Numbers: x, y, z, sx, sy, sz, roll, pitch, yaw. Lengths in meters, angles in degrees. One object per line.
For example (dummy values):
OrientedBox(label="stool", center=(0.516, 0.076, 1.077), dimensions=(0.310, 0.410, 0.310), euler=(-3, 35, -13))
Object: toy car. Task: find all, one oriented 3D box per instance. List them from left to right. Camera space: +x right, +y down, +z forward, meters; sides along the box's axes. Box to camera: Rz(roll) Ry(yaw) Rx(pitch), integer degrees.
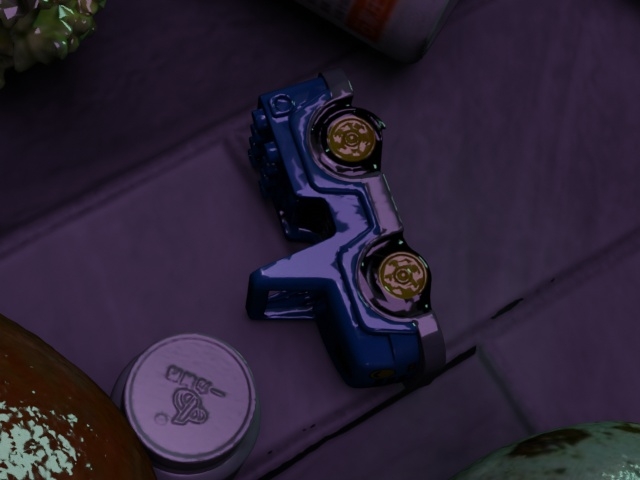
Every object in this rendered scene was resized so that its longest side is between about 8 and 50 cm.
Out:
OrientedBox(label="toy car", center=(0.000, 0.000, 0.791), dimensions=(0.100, 0.097, 0.191), euler=(-18, 76, -9))

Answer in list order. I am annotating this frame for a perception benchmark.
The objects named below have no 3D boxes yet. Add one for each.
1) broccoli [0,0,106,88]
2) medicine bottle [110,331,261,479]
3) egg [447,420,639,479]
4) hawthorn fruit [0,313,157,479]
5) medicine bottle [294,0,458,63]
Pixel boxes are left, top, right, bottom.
OrientedBox(label="broccoli", center=(-0.265, -0.154, 0.709), dimensions=(0.277, 0.338, 0.317), euler=(54, 28, -18))
OrientedBox(label="medicine bottle", center=(-0.073, 0.094, 0.731), dimensions=(0.080, 0.130, 0.080), euler=(3, 72, -8))
OrientedBox(label="egg", center=(0.125, 0.184, 0.716), dimensions=(0.169, 0.169, 0.231), euler=(45, 60, 7))
OrientedBox(label="hawthorn fruit", center=(-0.227, 0.126, 0.605), dimensions=(0.277, 0.277, 0.298), euler=(-46, 126, -19))
OrientedBox(label="medicine bottle", center=(-0.016, -0.224, 0.837), dimensions=(0.252, 0.144, 0.144), euler=(30, 71, 4))
